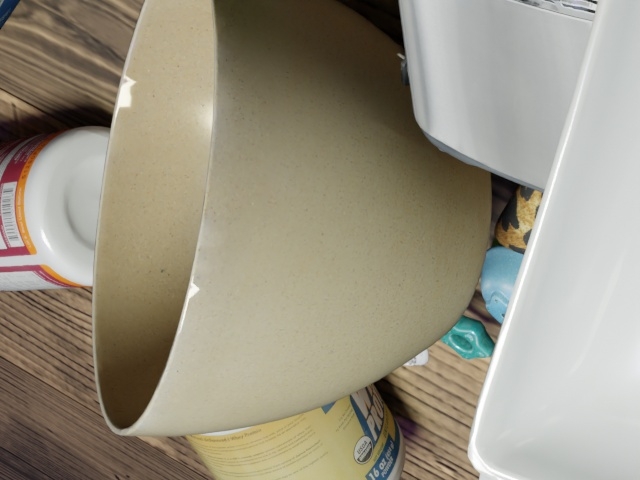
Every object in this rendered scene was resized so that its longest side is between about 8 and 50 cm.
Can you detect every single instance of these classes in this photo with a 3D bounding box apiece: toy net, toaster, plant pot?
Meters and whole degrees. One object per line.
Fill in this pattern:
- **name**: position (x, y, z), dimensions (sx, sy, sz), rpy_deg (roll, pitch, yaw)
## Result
- **toy net**: position (0.098, 0.058, 1.176), dimensions (0.122, 0.045, 0.232), rpy_deg (48, 151, -23)
- **toaster**: position (0.125, -0.110, 0.820), dimensions (0.227, 0.129, 0.146), rpy_deg (25, 145, 35)
- **plant pot**: position (-0.012, -0.018, 1.003), dimensions (0.191, 0.284, 0.284), rpy_deg (8, 157, -19)

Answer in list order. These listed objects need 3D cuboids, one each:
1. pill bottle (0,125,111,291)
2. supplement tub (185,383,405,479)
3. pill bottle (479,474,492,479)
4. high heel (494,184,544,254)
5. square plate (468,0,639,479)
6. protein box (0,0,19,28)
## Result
- **pill bottle**: position (-0.229, -0.021, 1.339), dimensions (0.221, 0.121, 0.121), rpy_deg (-4, 131, 50)
- **supplement tub**: position (-0.035, 0.124, 1.308), dimensions (0.144, 0.144, 0.200), rpy_deg (7, 139, 42)
- **pill bottle**: position (0.220, 0.180, 1.131), dimensions (0.221, 0.124, 0.124), rpy_deg (11, 142, 40)
- **high heel**: position (0.149, 0.022, 0.916), dimensions (0.093, 0.186, 0.261), rpy_deg (49, 149, -20)
- **square plate**: position (0.256, -0.010, 0.607), dimensions (0.344, 0.049, 0.347), rpy_deg (19, 116, 13)
- **protein box**: position (-0.299, -0.160, 1.135), dimensions (0.136, 0.200, 0.201), rpy_deg (42, 151, -8)
